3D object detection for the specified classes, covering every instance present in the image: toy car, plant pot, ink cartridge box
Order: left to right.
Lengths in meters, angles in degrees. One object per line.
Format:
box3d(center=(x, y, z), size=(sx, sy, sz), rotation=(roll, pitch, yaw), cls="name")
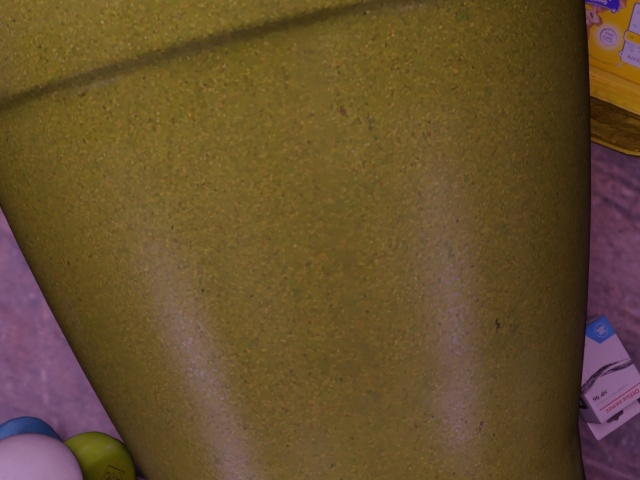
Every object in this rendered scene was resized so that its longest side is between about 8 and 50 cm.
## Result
box3d(center=(-0.193, 0.187, 0.559), size=(0.136, 0.159, 0.182), rotation=(24, 76, 31), cls="toy car")
box3d(center=(0.000, 0.000, 0.530), size=(0.367, 0.366, 0.353), rotation=(-15, 98, -13), cls="plant pot")
box3d(center=(0.211, 0.104, 0.693), size=(0.048, 0.028, 0.083), rotation=(-30, 89, -13), cls="ink cartridge box")

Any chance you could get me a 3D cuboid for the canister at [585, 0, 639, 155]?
box3d(center=(0.237, -0.166, 0.714), size=(0.126, 0.073, 0.170), rotation=(20, 78, -8), cls="canister")
